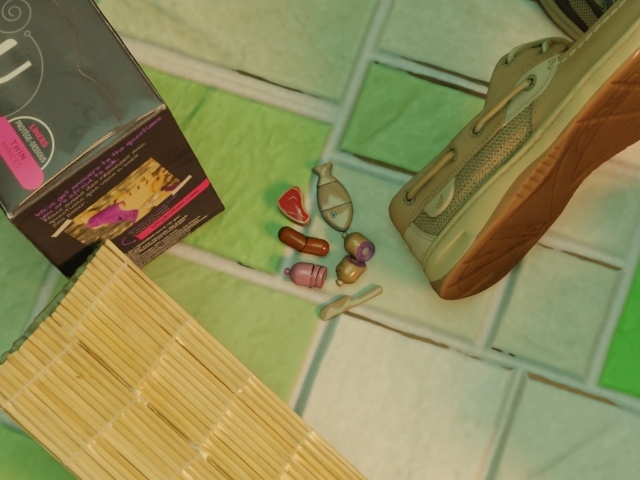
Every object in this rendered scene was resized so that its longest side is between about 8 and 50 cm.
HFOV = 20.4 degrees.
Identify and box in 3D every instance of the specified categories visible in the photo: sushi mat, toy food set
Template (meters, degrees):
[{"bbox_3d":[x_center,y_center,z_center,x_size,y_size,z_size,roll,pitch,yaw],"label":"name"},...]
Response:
[{"bbox_3d":[-0.100,0.160,1.367,0.316,0.019,0.151,44,81,-10],"label":"sushi mat"},{"bbox_3d":[0.000,0.000,1.464,0.078,0.019,0.122,-26,74,-1],"label":"toy food set"}]

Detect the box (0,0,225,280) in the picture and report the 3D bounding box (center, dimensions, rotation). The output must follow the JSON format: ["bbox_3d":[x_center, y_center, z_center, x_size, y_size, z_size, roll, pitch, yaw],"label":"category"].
[{"bbox_3d":[-0.193,-0.080,1.376,0.143,0.270,0.165,-35,74,-4],"label":"box"}]

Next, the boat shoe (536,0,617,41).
[{"bbox_3d":[0.306,-0.153,1.415,0.355,0.130,0.132,39,82,14],"label":"boat shoe"}]

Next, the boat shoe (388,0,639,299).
[{"bbox_3d":[0.174,-0.103,1.366,0.341,0.121,0.110,-48,62,24],"label":"boat shoe"}]
